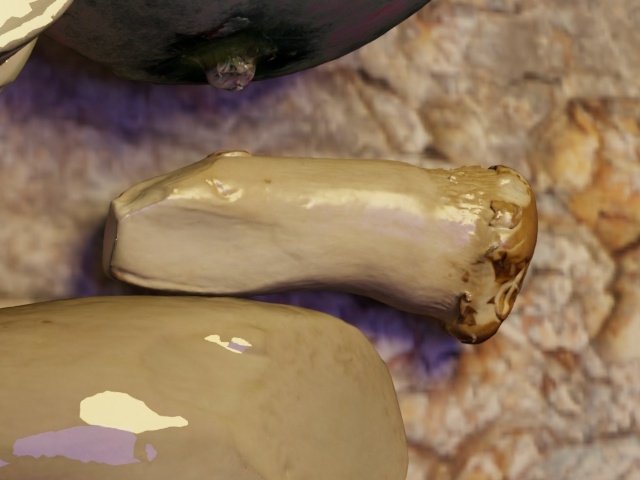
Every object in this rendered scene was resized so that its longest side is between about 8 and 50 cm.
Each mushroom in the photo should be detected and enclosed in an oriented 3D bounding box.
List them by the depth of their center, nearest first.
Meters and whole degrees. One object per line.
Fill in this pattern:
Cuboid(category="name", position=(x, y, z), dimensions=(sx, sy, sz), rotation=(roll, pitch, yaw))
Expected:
Cuboid(category="mushroom", position=(-0.113, 0.078, 0.794), dimensions=(0.350, 0.128, 0.128), rotation=(8, 78, -23))
Cuboid(category="mushroom", position=(0.000, 0.000, 0.897), dimensions=(0.209, 0.071, 0.084), rotation=(4, 112, -24))

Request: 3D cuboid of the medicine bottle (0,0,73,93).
Cuboid(category="medicine bottle", position=(-0.179, -0.088, 0.703), dimensions=(0.143, 0.258, 0.143), rotation=(5, 79, -28))

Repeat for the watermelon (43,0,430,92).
Cuboid(category="watermelon", position=(-0.021, -0.148, 0.804), dimensions=(0.321, 0.188, 0.175), rotation=(3, 91, -42))
